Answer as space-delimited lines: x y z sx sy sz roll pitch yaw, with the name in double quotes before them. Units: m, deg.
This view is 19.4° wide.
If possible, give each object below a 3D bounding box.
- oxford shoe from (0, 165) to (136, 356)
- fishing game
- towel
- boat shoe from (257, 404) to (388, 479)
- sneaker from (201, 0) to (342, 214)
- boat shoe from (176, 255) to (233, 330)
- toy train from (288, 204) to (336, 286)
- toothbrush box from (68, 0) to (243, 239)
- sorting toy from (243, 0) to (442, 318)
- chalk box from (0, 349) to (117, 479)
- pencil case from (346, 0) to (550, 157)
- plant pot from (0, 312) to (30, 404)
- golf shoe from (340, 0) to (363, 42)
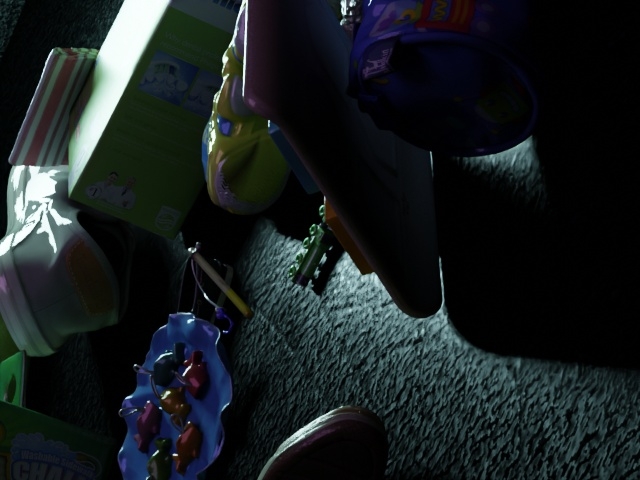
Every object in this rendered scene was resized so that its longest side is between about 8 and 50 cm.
"oxford shoe" -0.263 -0.003 2.023 0.130 0.169 0.449 -23 18 3
"fishing game" -0.130 0.148 1.556 0.264 0.041 0.189 -66 31 18
"towel" -0.241 -0.146 2.027 0.029 0.197 0.144 42 120 31
"boat shoe" -0.011 0.159 1.228 0.190 0.068 0.072 -52 11 39
"sneaker" -0.056 -0.141 1.632 0.240 0.091 0.126 -71 18 -5
"boat shoe" -0.114 0.077 1.633 0.049 0.042 0.133 -19 53 63
"toy train" 0.000 0.000 1.438 0.083 0.017 0.024 -63 30 15
"toothbrush box" -0.141 -0.178 1.858 0.283 0.122 0.206 -62 19 21
"sorting toy" 0.010 -0.072 1.208 0.038 0.208 0.193 -25 37 20
"chalk box" -0.319 0.251 1.799 0.180 0.179 0.289 -31 41 63
"pencil case" 0.088 -0.192 1.230 0.133 0.119 0.306 -8 50 20
"plant pot" -0.455 0.182 2.174 0.275 0.274 0.294 -53 39 39
"golf shoe" 0.047 -0.161 1.446 0.086 0.069 0.176 75 -171 -57
